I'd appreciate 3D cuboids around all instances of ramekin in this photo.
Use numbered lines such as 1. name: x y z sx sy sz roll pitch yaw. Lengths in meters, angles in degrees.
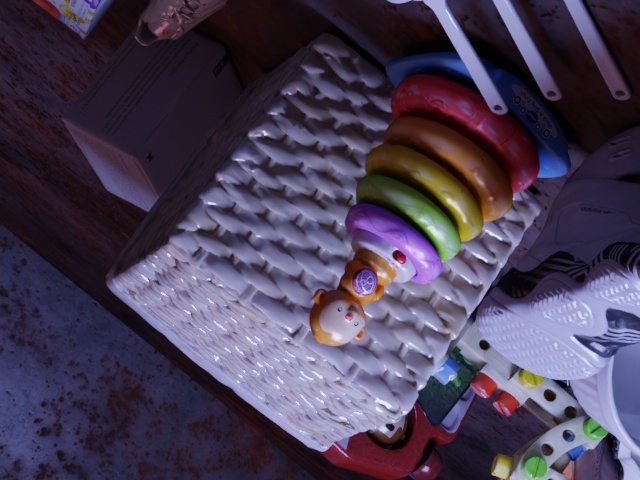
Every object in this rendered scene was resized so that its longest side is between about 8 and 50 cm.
1. ramekin: 0.340 0.111 1.534 0.207 0.207 0.109 44 171 -24

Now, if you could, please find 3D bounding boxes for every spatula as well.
1. spatula: 0.163 -0.185 1.304 0.168 0.019 0.242 -4 142 32

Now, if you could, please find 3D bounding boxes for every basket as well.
1. basket: 0.000 0.000 1.683 0.331 0.328 0.266 38 159 -7

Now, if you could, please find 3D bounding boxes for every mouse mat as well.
1. mouse mat: 0.138 0.122 1.968 0.007 0.152 0.189 -12 116 46

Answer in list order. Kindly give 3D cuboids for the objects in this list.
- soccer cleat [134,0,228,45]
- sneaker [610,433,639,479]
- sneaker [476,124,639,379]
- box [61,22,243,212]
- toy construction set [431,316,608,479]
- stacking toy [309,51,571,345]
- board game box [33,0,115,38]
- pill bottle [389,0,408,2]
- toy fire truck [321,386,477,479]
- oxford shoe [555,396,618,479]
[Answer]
1. soccer cleat: -0.152 -0.256 1.696 0.068 0.076 0.196 40 163 -13
2. sneaker: 0.423 0.254 1.969 0.108 0.100 0.271 -6 141 15
3. sneaker: 0.295 -0.002 1.317 0.137 0.210 0.366 42 152 -19
4. box: -0.192 -0.146 1.890 0.119 0.181 0.182 29 162 24
5. toy construction set: 0.226 0.198 1.931 0.328 0.215 0.151 45 163 -11
6. stacking toy: 0.084 -0.024 1.476 0.175 0.302 0.166 45 161 -25
7. board game box: -0.304 -0.362 1.590 0.275 0.144 0.142 37 163 -6
8. pill bottle: 0.051 -0.258 1.319 0.065 0.065 0.116 21 158 41
9. toy fire truck: 0.097 0.183 2.052 0.254 0.302 0.169 44 140 -16
10. oxford shoe: 0.403 0.320 2.175 0.133 0.130 0.363 -5 142 13
